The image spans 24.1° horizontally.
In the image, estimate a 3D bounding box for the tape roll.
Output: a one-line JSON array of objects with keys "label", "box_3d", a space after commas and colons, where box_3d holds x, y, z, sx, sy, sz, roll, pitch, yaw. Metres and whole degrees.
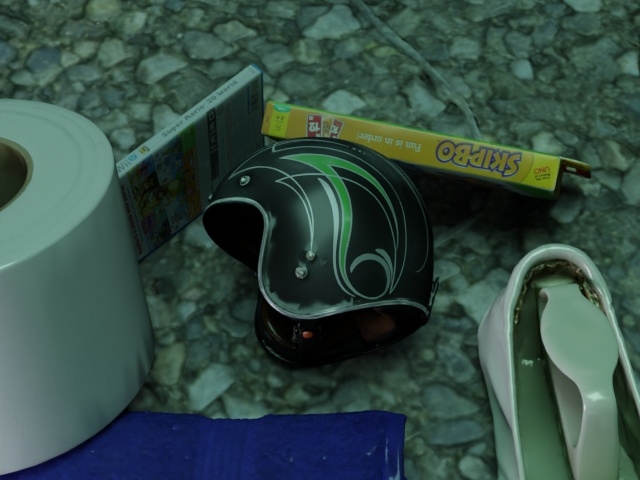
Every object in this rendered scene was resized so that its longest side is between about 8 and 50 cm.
[{"label": "tape roll", "box_3d": [-0.253, 0.029, 1.083, 0.246, 0.169, 0.246, -5, 35, 3]}]

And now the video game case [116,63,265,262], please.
[{"label": "video game case", "box_3d": [-0.108, -0.057, 1.217, 0.015, 0.119, 0.166, 38, 61, 23]}]

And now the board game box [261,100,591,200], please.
[{"label": "board game box", "box_3d": [0.090, -0.070, 1.226, 0.259, 0.124, 0.039, 9, 90, 11]}]

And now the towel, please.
[{"label": "towel", "box_3d": [-0.090, 0.220, 1.031, 0.308, 0.076, 0.227, 0, 45, 5]}]

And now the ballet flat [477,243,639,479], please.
[{"label": "ballet flat", "box_3d": [0.185, 0.169, 1.024, 0.139, 0.139, 0.400, -7, 52, -4]}]

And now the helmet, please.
[{"label": "helmet", "box_3d": [0.000, 0.000, 1.144, 0.169, 0.169, 0.161, -11, 68, -7]}]
